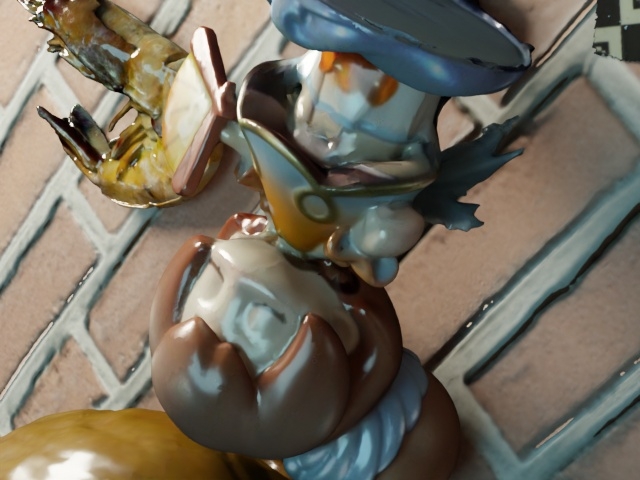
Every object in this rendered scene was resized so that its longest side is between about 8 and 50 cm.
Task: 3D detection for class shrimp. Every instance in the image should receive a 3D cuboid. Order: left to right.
[{"bbox_3d":[-0.197,-0.136,1.221,0.289,0.075,0.178,37,123,16],"label":"shrimp"}]

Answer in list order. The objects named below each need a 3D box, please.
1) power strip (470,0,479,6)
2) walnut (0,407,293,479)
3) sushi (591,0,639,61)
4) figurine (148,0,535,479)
[{"bbox_3d":[0.068,-0.176,0.996,0.111,0.029,0.038,2,105,42],"label":"power strip"},{"bbox_3d":[-0.144,0.294,1.073,0.398,0.354,0.308,-2,56,44],"label":"walnut"},{"bbox_3d":[0.257,-0.192,0.819,0.210,0.040,0.193,13,106,40],"label":"sushi"},{"bbox_3d":[-0.001,-0.001,0.957,0.276,0.248,0.388,38,117,34],"label":"figurine"}]
